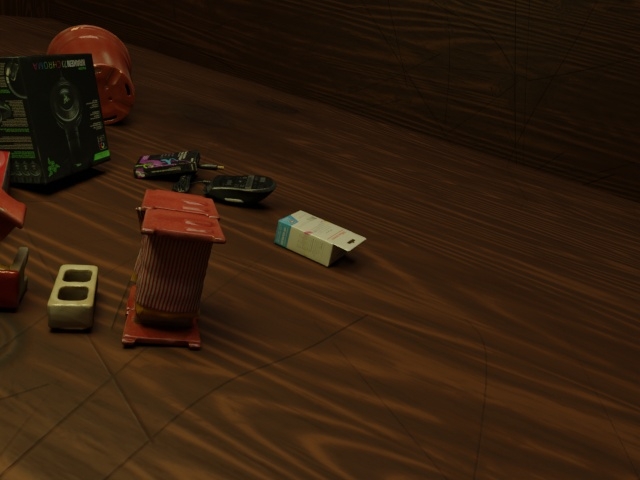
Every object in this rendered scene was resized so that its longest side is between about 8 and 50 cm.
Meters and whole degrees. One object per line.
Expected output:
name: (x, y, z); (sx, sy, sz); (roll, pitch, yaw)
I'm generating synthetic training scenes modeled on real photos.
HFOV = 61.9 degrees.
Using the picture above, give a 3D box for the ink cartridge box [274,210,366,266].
ink cartridge box: (0.000, 0.000, 1.220); (0.181, 0.061, 0.104); (23, 26, 21)

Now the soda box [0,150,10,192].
soda box: (-0.649, -0.093, 1.020); (0.084, 0.092, 0.263); (2, 26, -28)

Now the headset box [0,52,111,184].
headset box: (-0.626, -0.276, 1.222); (0.131, 0.282, 0.246); (3, 21, 13)

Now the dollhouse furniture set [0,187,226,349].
dollhouse furniture set: (-0.348, 0.031, 0.786); (0.374, 0.201, 0.152); (6, 25, -20)

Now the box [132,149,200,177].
box: (-0.408, -0.207, 1.427); (0.162, 0.029, 0.116); (-6, 26, -5)

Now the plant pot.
plant pot: (-0.734, -0.524, 1.740); (0.273, 0.272, 0.265); (-1, 36, -31)

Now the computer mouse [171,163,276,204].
computer mouse: (-0.249, -0.146, 1.411); (0.262, 0.060, 0.184); (-1, 30, -6)
